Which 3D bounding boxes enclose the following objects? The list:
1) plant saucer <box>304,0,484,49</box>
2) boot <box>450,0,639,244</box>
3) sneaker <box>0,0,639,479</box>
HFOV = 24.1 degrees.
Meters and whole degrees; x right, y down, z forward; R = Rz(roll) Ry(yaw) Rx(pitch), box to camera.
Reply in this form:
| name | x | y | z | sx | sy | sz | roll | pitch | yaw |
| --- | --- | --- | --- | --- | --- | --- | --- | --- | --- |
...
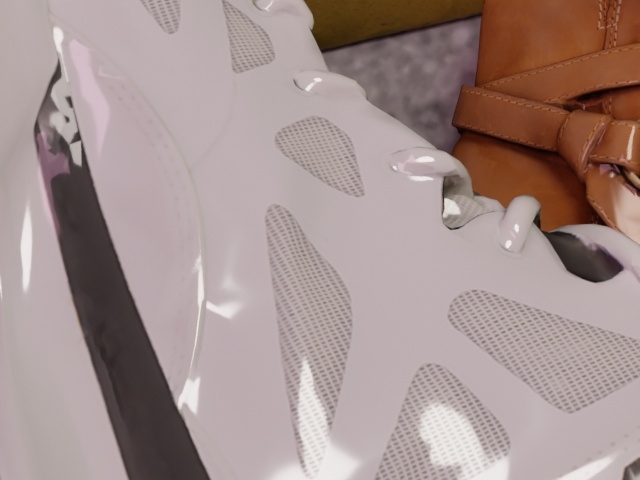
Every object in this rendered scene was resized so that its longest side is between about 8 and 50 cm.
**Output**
| name | x | y | z | sx | sy | sz | roll | pitch | yaw |
| --- | --- | --- | --- | --- | --- | --- | --- | --- | --- |
| plant saucer | 0.019 | -0.265 | 0.693 | 0.333 | 0.081 | 0.332 | -10 | 75 | 20 |
| boot | 0.172 | 0.001 | 0.572 | 0.283 | 0.109 | 0.220 | 3 | 76 | 30 |
| sneaker | 0.000 | 0.001 | 0.501 | 0.258 | 0.169 | 0.447 | -6 | 63 | -16 |
